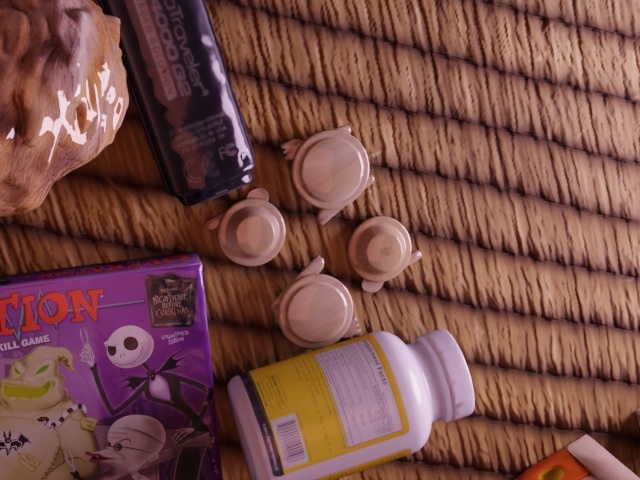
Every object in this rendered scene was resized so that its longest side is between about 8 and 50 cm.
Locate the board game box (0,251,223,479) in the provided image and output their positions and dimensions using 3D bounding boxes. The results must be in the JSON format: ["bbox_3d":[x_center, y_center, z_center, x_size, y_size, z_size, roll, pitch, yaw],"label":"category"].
[{"bbox_3d":[-0.254,0.132,0.829,0.347,0.056,0.208,-8,100,-12],"label":"board game box"}]

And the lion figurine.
[{"bbox_3d":[-0.326,-0.055,0.717,0.392,0.142,0.240,-1,77,-8],"label":"lion figurine"}]

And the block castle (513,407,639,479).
[{"bbox_3d":[0.352,0.319,0.938,0.453,0.213,0.303,-26,107,-7],"label":"block castle"}]

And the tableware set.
[{"bbox_3d":[0.000,0.000,0.878,0.141,0.020,0.168,-36,107,-6],"label":"tableware set"}]

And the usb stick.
[{"bbox_3d":[-0.120,-0.163,0.797,0.077,0.045,0.278,-22,107,-16],"label":"usb stick"}]

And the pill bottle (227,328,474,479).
[{"bbox_3d":[0.025,0.133,0.869,0.184,0.103,0.103,-16,106,-11],"label":"pill bottle"}]
